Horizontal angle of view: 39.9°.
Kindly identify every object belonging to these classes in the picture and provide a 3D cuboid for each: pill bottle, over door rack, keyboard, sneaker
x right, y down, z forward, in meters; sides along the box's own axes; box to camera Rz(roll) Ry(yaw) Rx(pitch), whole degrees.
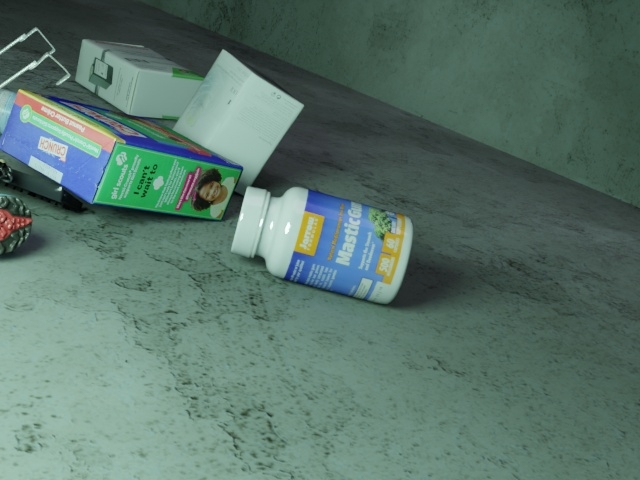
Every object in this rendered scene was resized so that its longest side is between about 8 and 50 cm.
[{"bbox_3d":[0.000,0.000,1.418,0.272,0.152,0.152,15,18,-6],"label":"pill bottle"},{"bbox_3d":[-0.633,-0.297,1.583,0.324,0.108,0.239,-27,32,-9],"label":"over door rack"},{"bbox_3d":[-0.541,-0.116,1.389,0.317,0.033,0.201,19,-10,9],"label":"keyboard"},{"bbox_3d":[-0.578,-0.239,1.715,0.160,0.087,0.087,15,18,-5],"label":"pill bottle"},{"bbox_3d":[-0.528,-0.023,1.164,0.262,0.104,0.125,5,4,-42],"label":"sneaker"}]

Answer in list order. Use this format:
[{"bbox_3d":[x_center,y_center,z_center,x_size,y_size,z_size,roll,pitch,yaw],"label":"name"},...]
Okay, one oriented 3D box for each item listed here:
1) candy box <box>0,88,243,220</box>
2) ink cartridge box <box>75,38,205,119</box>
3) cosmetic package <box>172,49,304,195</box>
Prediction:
[{"bbox_3d":[-0.341,-0.145,1.534,0.268,0.122,0.317,28,13,32],"label":"candy box"},{"bbox_3d":[-0.464,-0.413,2.263,0.211,0.121,0.289,-2,26,-44],"label":"ink cartridge box"},{"bbox_3d":[-0.181,-0.248,1.827,0.138,0.224,0.224,28,10,-31],"label":"cosmetic package"}]
